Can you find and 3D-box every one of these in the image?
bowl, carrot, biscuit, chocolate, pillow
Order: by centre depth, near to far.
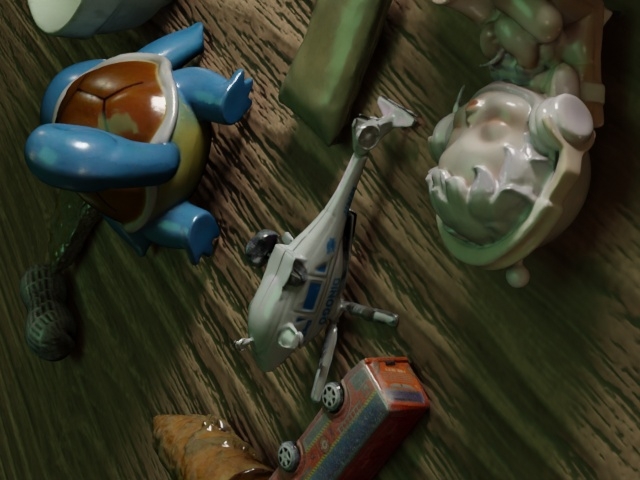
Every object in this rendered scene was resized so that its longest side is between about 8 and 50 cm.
[{"bbox_3d":[0.019,-0.206,1.269,0.119,0.053,0.208,51,128,52],"label":"pillow"},{"bbox_3d":[-0.123,0.236,1.343,0.263,0.102,0.102,26,104,58],"label":"carrot"},{"bbox_3d":[-0.264,-0.403,1.654,0.307,0.163,0.307,-18,68,54],"label":"bowl"},{"bbox_3d":[-0.318,-0.094,1.775,0.290,0.038,0.141,-54,41,32],"label":"biscuit"},{"bbox_3d":[-0.384,0.102,1.799,0.072,0.072,0.167,-54,41,35],"label":"chocolate"}]

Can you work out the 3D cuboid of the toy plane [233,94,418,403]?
[{"bbox_3d":[0.007,0.003,1.191,0.273,0.107,0.182,-56,45,27],"label":"toy plane"}]

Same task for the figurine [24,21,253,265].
[{"bbox_3d":[-0.213,-0.104,1.493,0.416,0.243,0.298,-122,38,-73],"label":"figurine"}]

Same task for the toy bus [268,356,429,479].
[{"bbox_3d":[0.022,0.184,1.158,0.192,0.065,0.077,-57,47,33],"label":"toy bus"}]

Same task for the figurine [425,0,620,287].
[{"bbox_3d":[0.140,-0.085,0.968,0.162,0.141,0.237,14,94,62],"label":"figurine"}]
